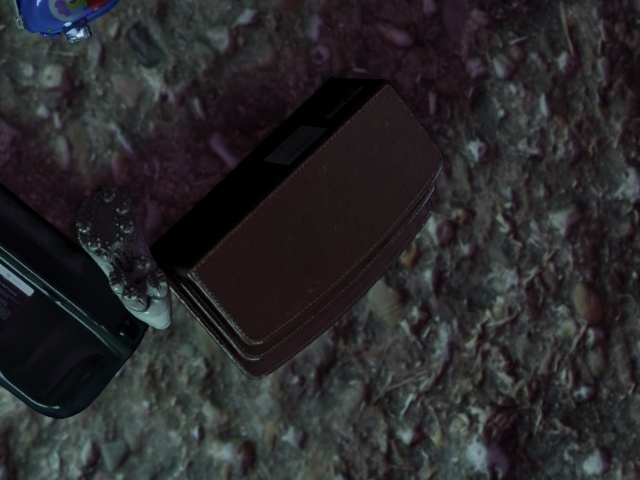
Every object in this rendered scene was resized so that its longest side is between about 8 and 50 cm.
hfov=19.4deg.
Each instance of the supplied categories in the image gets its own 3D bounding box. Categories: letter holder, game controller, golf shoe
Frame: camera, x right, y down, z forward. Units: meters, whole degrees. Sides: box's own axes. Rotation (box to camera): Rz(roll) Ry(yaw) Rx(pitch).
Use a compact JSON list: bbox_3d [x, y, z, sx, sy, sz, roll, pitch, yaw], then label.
[{"bbox_3d":[0.000,0.000,2.037,0.302,0.152,0.214,-44,110,-14],"label":"letter holder"},{"bbox_3d":[-0.335,0.048,1.961,0.319,0.067,0.166,41,93,-19],"label":"game controller"},{"bbox_3d":[-0.205,0.023,1.976,0.069,0.176,0.086,-25,144,-3],"label":"golf shoe"}]

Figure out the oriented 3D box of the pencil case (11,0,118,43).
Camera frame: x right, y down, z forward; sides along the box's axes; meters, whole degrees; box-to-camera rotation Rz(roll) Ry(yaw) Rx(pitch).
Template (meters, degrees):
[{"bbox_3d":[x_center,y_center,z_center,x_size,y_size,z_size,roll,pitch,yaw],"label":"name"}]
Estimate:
[{"bbox_3d":[-0.314,-0.346,1.901,0.133,0.119,0.306,-35,106,-7],"label":"pencil case"}]
